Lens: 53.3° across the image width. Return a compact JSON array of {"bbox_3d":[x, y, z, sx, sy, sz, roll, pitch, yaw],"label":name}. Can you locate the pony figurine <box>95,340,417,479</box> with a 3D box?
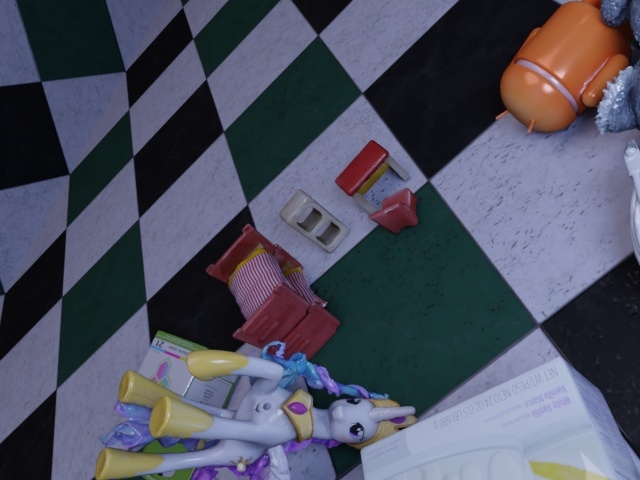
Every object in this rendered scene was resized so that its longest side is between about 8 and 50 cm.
[{"bbox_3d":[-0.096,0.267,0.858,0.351,0.363,0.302,-42,43,41],"label":"pony figurine"}]

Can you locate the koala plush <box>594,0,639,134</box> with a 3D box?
[{"bbox_3d":[0.427,-0.220,0.754,0.196,0.203,0.221,15,99,9],"label":"koala plush"}]

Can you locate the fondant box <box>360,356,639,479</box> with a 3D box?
[{"bbox_3d":[0.176,0.299,0.544,0.238,0.096,0.330,-34,41,24],"label":"fondant box"}]

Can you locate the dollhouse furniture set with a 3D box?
[{"bbox_3d":[0.000,0.000,1.070,0.374,0.152,0.201,-49,37,7],"label":"dollhouse furniture set"}]

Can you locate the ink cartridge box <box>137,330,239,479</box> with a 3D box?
[{"bbox_3d":[-0.277,0.313,1.168,0.189,0.097,0.255,5,64,49],"label":"ink cartridge box"}]

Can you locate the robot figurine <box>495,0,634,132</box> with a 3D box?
[{"bbox_3d":[0.348,-0.248,0.916,0.158,0.128,0.219,43,96,17],"label":"robot figurine"}]

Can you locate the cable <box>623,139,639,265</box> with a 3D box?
[{"bbox_3d":[0.449,-0.028,0.639,0.257,0.089,0.257,-8,67,42],"label":"cable"}]
